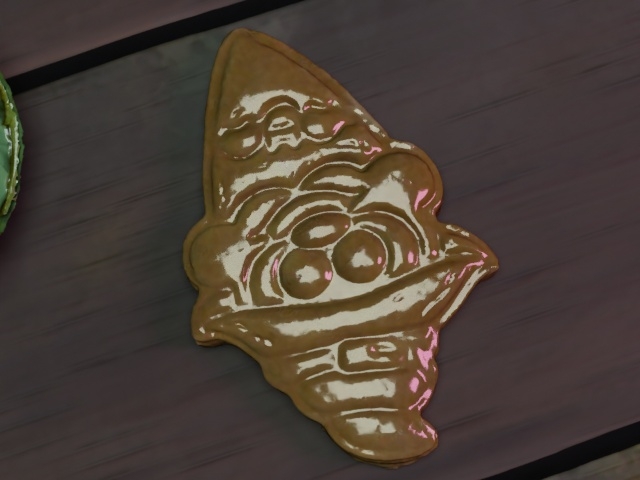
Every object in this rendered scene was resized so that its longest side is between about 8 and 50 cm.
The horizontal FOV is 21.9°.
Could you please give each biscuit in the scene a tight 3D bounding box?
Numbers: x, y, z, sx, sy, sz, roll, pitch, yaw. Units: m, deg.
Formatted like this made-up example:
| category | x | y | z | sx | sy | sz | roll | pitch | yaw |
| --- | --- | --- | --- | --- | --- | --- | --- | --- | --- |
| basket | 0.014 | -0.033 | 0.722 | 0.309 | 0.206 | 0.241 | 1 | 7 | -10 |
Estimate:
| category | x | y | z | sx | sy | sz | roll | pitch | yaw |
| --- | --- | --- | --- | --- | --- | --- | --- | --- | --- |
| biscuit | 0.000 | 0.000 | 0.870 | 0.162 | 0.035 | 0.250 | -22 | 79 | -5 |

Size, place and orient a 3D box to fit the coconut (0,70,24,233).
| category | x | y | z | sx | sy | sz | roll | pitch | yaw |
| --- | --- | --- | --- | --- | --- | --- | --- | --- | --- |
| coconut | -0.217 | -0.031 | 0.873 | 0.158 | 0.055 | 0.133 | -43 | 82 | -2 |
